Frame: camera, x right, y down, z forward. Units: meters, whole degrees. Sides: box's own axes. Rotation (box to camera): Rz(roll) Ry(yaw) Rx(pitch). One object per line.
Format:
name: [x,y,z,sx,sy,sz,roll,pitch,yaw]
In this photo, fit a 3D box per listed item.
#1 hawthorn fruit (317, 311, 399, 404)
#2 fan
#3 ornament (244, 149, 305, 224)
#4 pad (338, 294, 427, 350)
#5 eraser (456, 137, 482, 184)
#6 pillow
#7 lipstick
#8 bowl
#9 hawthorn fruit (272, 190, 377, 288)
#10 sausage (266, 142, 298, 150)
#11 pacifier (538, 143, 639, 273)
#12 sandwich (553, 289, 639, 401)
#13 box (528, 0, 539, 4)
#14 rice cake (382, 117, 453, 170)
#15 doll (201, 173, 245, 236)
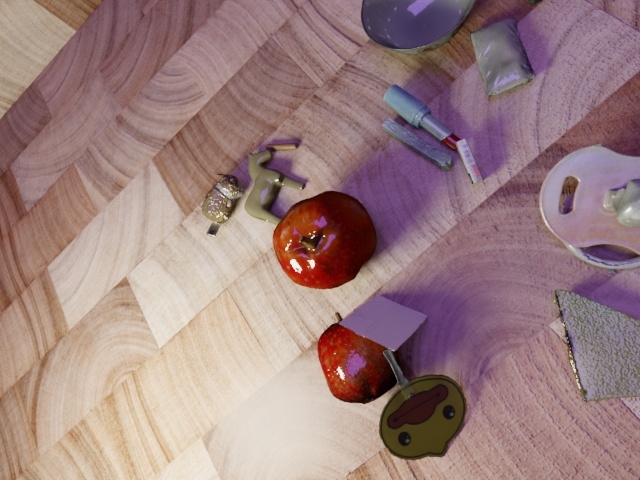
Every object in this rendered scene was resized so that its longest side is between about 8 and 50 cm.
hawthorn fruit: [0.094,0.287,1.058,0.215,0.215,0.249,-29,54,15]
fan: [0.226,0.385,0.976,0.229,0.011,0.335,-29,106,-5]
ornament: [-0.175,-0.182,1.368,0.245,0.061,0.230,23,86,23]
pad: [0.163,0.200,1.042,0.156,0.232,0.004,21,112,27]
eraser: [0.397,-0.209,1.109,0.029,0.052,0.122,-22,87,16]
pillow: [0.505,-0.516,1.156,0.128,0.051,0.229,-13,71,18]
lipstick: [0.299,-0.350,1.197,0.061,0.068,0.274,-38,70,-20]
bowl: [0.300,-0.668,1.224,0.337,0.157,0.337,-6,75,23]
hawthorn fruit: [0.000,0.000,1.097,0.287,0.330,0.287,0,90,14]
sausage: [-0.129,-0.317,1.401,0.116,0.026,0.026,3,79,24]
pacifier: [0.660,-0.083,0.895,0.332,0.273,0.220,11,66,25]
sandwich: [0.656,0.216,0.909,0.212,0.063,0.245,-11,73,17]
box: [0.601,-0.731,1.156,0.084,0.069,0.122,-26,68,18]
rice cake: [0.280,-0.279,1.200,0.245,0.045,0.042,41,93,27]
doll: [-0.338,-0.119,1.404,0.115,0.105,0.221,23,96,-15]
